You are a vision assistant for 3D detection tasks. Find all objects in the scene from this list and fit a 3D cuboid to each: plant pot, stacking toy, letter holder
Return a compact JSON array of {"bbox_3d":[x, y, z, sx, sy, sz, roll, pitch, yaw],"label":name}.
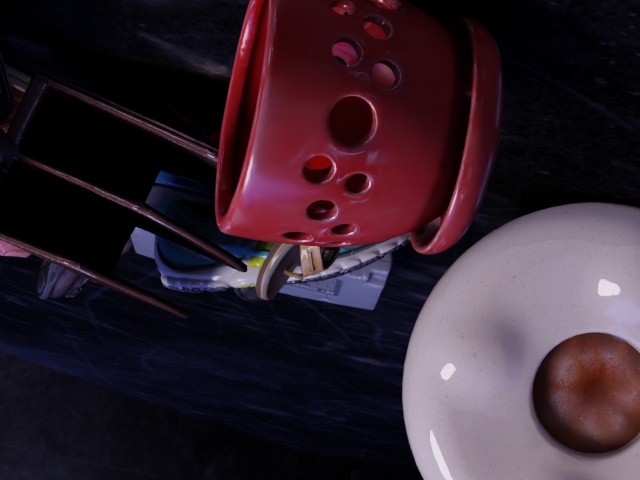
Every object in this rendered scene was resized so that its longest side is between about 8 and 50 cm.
[{"bbox_3d":[0.027,-0.086,1.098,0.174,0.191,0.191,8,168,-9],"label":"plant pot"},{"bbox_3d":[0.261,0.135,1.645,0.351,0.350,0.480,14,-178,3],"label":"stacking toy"},{"bbox_3d":[-0.151,-0.016,1.496,0.214,0.152,0.302,23,175,17],"label":"letter holder"}]

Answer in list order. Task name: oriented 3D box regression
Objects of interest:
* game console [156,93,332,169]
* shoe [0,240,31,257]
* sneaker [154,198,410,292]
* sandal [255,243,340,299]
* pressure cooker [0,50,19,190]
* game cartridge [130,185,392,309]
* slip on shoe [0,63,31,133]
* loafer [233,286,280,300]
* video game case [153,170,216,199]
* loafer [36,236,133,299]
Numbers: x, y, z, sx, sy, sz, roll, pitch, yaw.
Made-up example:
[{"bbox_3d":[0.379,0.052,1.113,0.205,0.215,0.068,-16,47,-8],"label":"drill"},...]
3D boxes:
[{"bbox_3d":[-0.059,-0.105,1.473,0.124,0.085,0.144,-28,149,22],"label":"game console"},{"bbox_3d":[-0.413,-0.032,1.949,0.178,0.081,0.063,17,-154,-38],"label":"shoe"},{"bbox_3d":[-0.041,-0.008,1.664,0.275,0.110,0.107,-5,-178,6],"label":"sneaker"},{"bbox_3d":[0.000,0.000,1.536,0.049,0.180,0.072,48,-158,12],"label":"sandal"},{"bbox_3d":[-0.438,-0.069,1.197,0.375,0.420,0.370,43,178,-4],"label":"pressure cooker"},{"bbox_3d":[-0.070,0.012,1.819,0.297,0.062,0.198,14,171,0],"label":"game cartridge"},{"bbox_3d":[-0.322,-0.116,1.515,0.123,0.101,0.331,3,165,32],"label":"slip on shoe"},{"bbox_3d":[-0.082,0.039,1.996,0.061,0.062,0.170,2,164,26],"label":"loafer"},{"bbox_3d":[-0.130,-0.045,1.794,0.166,0.015,0.119,16,166,-6],"label":"video game case"},{"bbox_3d":[-0.312,0.023,2.084,0.095,0.109,0.302,13,165,-13],"label":"loafer"}]
